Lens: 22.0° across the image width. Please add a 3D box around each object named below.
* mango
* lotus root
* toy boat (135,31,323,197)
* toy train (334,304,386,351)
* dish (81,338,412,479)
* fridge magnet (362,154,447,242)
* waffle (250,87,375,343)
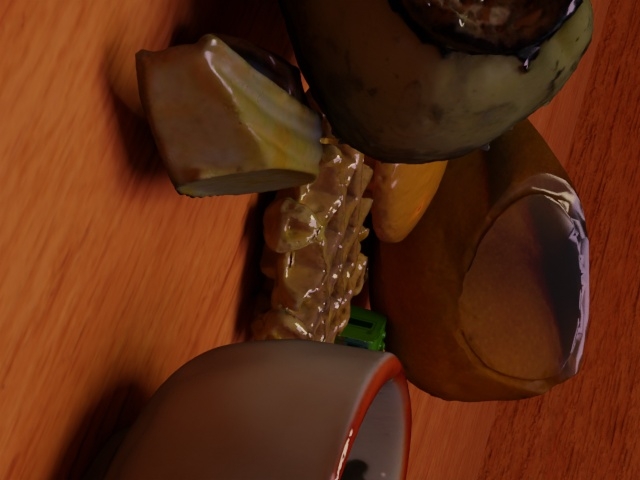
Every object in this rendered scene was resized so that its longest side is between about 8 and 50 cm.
[{"bbox_3d":[0.101,-0.002,1.207,0.166,0.136,0.236,-156,-113,-69],"label":"mango"},{"bbox_3d":[0.054,-0.122,0.782,0.309,0.173,0.173,-70,172,-85],"label":"lotus root"},{"bbox_3d":[-0.036,-0.054,0.684,0.172,0.065,0.066,9,71,-79],"label":"toy boat"},{"bbox_3d":[0.018,0.148,1.200,0.044,0.042,0.209,-57,157,-57],"label":"toy train"},{"bbox_3d":[-0.046,0.157,0.725,0.256,0.117,0.256,14,90,-79],"label":"dish"},{"bbox_3d":[0.054,-0.069,1.084,0.143,0.063,0.143,12,90,-77],"label":"fridge magnet"},{"bbox_3d":[0.000,0.000,0.948,0.192,0.046,0.161,25,79,-79],"label":"waffle"}]
